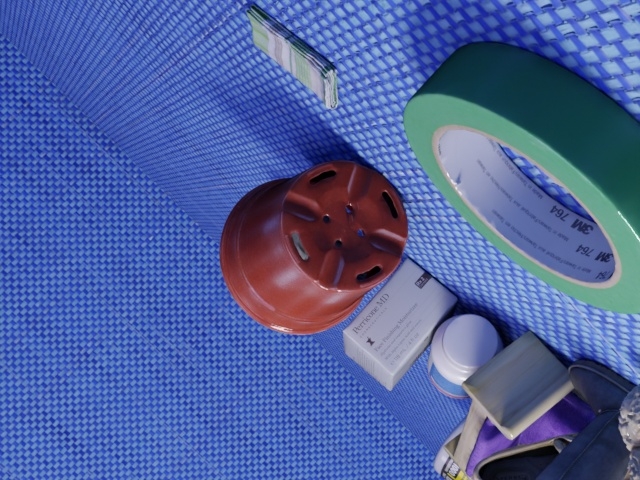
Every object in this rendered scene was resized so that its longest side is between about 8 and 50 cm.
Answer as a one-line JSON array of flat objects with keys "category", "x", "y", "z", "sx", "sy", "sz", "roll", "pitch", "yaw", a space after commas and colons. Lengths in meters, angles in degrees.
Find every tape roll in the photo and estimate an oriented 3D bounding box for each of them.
[{"category": "tape roll", "x": 0.229, "y": -0.059, "z": 1.061, "sx": 0.321, "sy": 0.077, "sz": 0.321, "roll": 41, "pitch": 169, "yaw": 10}]

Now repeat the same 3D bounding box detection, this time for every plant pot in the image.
[{"category": "plant pot", "x": 0.000, "y": 0.000, "z": 1.646, "sx": 0.272, "sy": 0.272, "sz": 0.265, "roll": 44, "pitch": 160, "yaw": -5}]

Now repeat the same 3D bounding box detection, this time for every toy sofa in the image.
[{"category": "toy sofa", "x": 0.328, "y": 0.320, "z": 1.734, "sx": 0.177, "sy": 0.150, "sz": 0.362, "roll": 50, "pitch": 163, "yaw": 23}]

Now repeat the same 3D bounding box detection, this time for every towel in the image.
[{"category": "towel", "x": -0.039, "y": -0.245, "z": 1.407, "sx": 0.152, "sy": 0.023, "sz": 0.113, "roll": 40, "pitch": 168, "yaw": 13}]

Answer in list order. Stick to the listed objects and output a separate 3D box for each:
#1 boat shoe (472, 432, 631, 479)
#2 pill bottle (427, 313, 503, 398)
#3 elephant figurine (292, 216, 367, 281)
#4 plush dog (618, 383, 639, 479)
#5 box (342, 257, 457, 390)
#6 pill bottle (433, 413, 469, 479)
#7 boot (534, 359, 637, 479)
[{"category": "boat shoe", "x": 0.380, "y": 0.340, "z": 1.558, "sx": 0.098, "sy": 0.302, "sz": 0.109, "roll": 59, "pitch": -157, "yaw": -57}, {"category": "pill bottle", "x": 0.251, "y": 0.198, "z": 1.802, "sx": 0.124, "sy": 0.124, "sz": 0.221, "roll": 40, "pitch": 169, "yaw": 13}, {"category": "elephant figurine", "x": -0.006, "y": -0.002, "z": 1.944, "sx": 0.239, "sy": 0.186, "sz": 0.169, "roll": 58, "pitch": -153, "yaw": -19}, {"category": "plush dog", "x": 0.485, "y": 0.283, "z": 1.254, "sx": 0.262, "sy": 0.210, "sz": 0.225, "roll": 39, "pitch": 142, "yaw": 8}, {"category": "box", "x": 0.140, "y": 0.154, "z": 1.863, "sx": 0.119, "sy": 0.181, "sz": 0.182, "roll": 39, "pitch": 168, "yaw": 13}, {"category": "pill bottle", "x": 0.427, "y": 0.530, "z": 2.264, "sx": 0.334, "sy": 0.188, "sz": 0.188, "roll": 37, "pitch": 168, "yaw": 23}, {"category": "boot", "x": 0.375, "y": 0.284, "z": 1.485, "sx": 0.190, "sy": 0.208, "sz": 0.076, "roll": 28, "pitch": 161, "yaw": 51}]
